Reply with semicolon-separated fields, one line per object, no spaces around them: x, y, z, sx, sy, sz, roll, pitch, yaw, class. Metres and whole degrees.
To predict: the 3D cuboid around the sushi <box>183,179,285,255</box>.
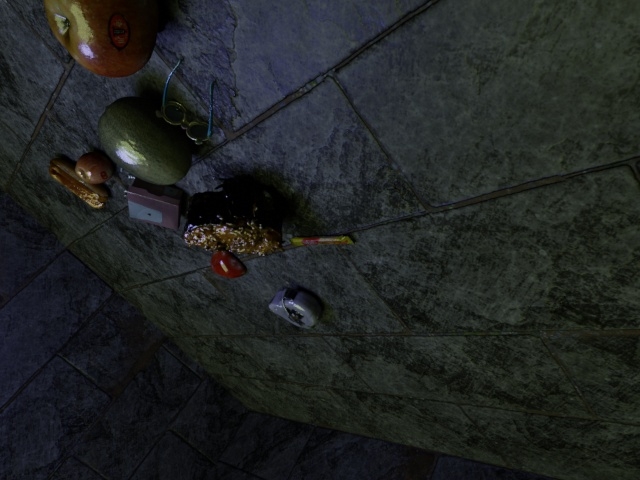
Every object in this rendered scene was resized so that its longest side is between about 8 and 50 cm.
-0.295;-0.071;1.606;0.349;0.207;0.234;0;148;1;sushi

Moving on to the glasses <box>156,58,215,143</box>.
-0.396;-0.440;1.468;0.190;0.088;0.220;35;127;2;glasses

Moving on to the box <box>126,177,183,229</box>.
-0.693;-0.154;1.982;0.215;0.086;0.215;15;148;-10;box

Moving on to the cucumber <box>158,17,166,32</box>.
-0.508;-0.616;1.337;0.182;0.053;0.053;16;142;24;cucumber

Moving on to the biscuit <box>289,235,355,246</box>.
0.000;0.000;1.674;0.292;0.026;0.048;-2;151;43;biscuit

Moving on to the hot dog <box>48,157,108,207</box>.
-1.183;-0.293;2.294;0.337;0.100;0.135;36;138;-3;hot dog

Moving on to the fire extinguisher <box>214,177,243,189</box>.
-0.324;-0.147;1.714;0.231;0.099;0.071;89;158;-52;fire extinguisher

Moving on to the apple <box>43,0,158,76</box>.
-0.571;-0.583;1.205;0.278;0.250;0.309;13;111;24;apple

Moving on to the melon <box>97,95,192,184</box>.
-0.586;-0.330;1.583;0.329;0.248;0.249;47;145;-21;melon

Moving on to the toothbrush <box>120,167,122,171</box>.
-0.844;-0.340;2.008;0.019;0.013;0.193;33;147;-13;toothbrush

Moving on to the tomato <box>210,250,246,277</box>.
-0.443;0.125;2.170;0.166;0.082;0.174;47;143;-19;tomato

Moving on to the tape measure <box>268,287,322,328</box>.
-0.093;0.295;2.042;0.236;0.120;0.197;33;145;-4;tape measure

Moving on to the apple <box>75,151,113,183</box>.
-1.001;-0.318;2.070;0.146;0.131;0.146;24;140;22;apple

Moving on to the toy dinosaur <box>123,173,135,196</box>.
-0.782;-0.222;2.051;0.147;0.076;0.363;13;146;3;toy dinosaur
